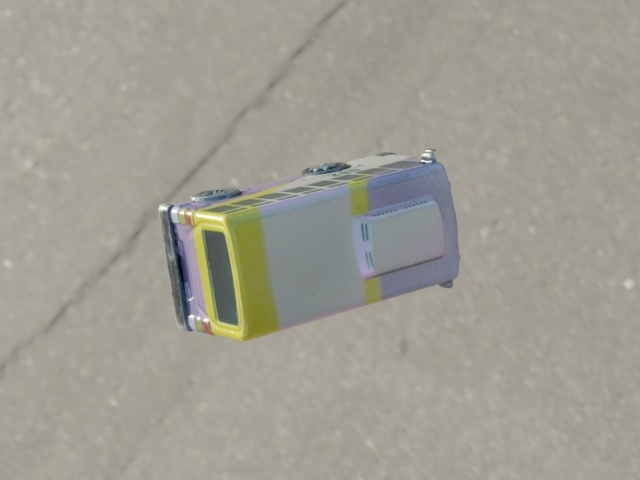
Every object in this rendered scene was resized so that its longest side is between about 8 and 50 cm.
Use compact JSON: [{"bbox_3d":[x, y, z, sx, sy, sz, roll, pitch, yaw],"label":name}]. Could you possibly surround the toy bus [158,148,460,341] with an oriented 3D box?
[{"bbox_3d":[0.000,0.000,0.699,0.102,0.052,0.058,-15,13,-31],"label":"toy bus"}]
